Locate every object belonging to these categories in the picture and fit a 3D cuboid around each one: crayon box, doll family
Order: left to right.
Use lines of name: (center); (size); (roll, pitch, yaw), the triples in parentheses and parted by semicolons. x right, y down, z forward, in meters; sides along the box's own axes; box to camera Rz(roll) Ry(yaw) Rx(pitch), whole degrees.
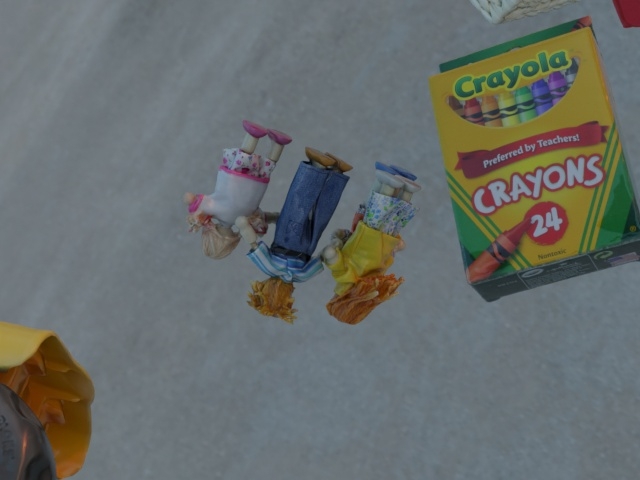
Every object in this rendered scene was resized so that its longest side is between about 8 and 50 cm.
doll family: (0.000, 0.000, 1.203); (0.118, 0.263, 0.163); (38, 109, 52)
crayon box: (0.244, -0.110, 1.449); (0.202, 0.081, 0.318); (-17, 66, 17)

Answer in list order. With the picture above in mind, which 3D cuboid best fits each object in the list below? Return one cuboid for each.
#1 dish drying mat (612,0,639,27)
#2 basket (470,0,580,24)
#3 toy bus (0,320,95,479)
dish drying mat: (0.175, -0.147, 0.703); (0.032, 0.083, 0.008); (-9, 57, 24)
basket: (0.182, -0.255, 1.036); (0.113, 0.167, 0.103); (52, 134, 14)
toy bus: (-0.199, 0.124, 0.426); (0.149, 0.211, 0.220); (92, -166, -62)
